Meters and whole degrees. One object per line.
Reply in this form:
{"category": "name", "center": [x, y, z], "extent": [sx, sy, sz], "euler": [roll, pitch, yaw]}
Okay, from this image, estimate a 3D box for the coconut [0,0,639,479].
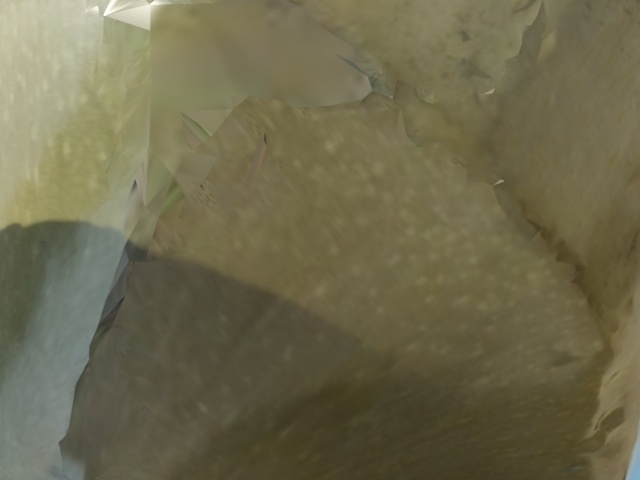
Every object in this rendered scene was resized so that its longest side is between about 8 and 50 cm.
{"category": "coconut", "center": [0.000, 0.000, 0.494], "extent": [0.352, 0.352, 0.353], "euler": [13, -107, -48]}
